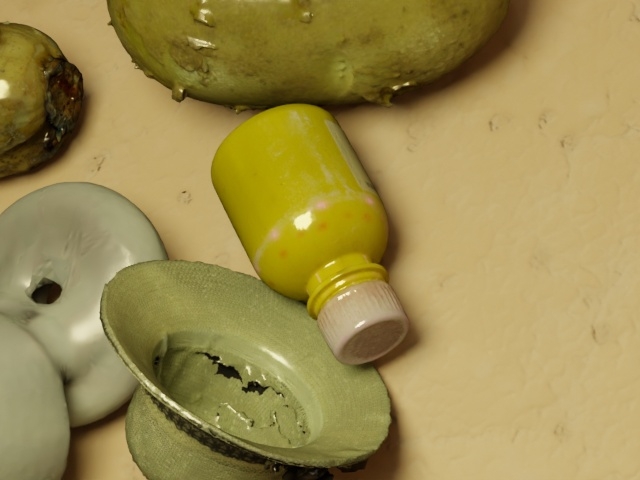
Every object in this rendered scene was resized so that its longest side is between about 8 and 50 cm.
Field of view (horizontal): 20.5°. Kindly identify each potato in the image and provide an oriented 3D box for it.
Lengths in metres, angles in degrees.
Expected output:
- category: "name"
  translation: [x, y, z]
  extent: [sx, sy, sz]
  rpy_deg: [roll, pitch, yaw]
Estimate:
- category: "potato"
  translation: [-0.018, -0.227, 1.530]
  extent: [0.359, 0.219, 0.270]
  rpy_deg: [16, 64, 23]

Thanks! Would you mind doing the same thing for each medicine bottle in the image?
- category: "medicine bottle"
  translation: [0.000, 0.000, 1.470]
  extent: [0.122, 0.122, 0.212]
  rpy_deg: [-30, 60, 4]

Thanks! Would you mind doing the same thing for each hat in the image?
- category: "hat"
  translation: [-0.080, 0.139, 1.413]
  extent: [0.257, 0.257, 0.130]
  rpy_deg: [44, 119, 30]

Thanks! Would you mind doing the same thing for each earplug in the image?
- category: "earplug"
  translation: [-0.257, 0.094, 1.485]
  extent: [0.214, 0.175, 0.325]
  rpy_deg: [17, 61, 30]

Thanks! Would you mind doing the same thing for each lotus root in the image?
- category: "lotus root"
  translation: [-0.353, -0.124, 1.639]
  extent: [0.278, 0.154, 0.154]
  rpy_deg: [-11, 63, 18]
